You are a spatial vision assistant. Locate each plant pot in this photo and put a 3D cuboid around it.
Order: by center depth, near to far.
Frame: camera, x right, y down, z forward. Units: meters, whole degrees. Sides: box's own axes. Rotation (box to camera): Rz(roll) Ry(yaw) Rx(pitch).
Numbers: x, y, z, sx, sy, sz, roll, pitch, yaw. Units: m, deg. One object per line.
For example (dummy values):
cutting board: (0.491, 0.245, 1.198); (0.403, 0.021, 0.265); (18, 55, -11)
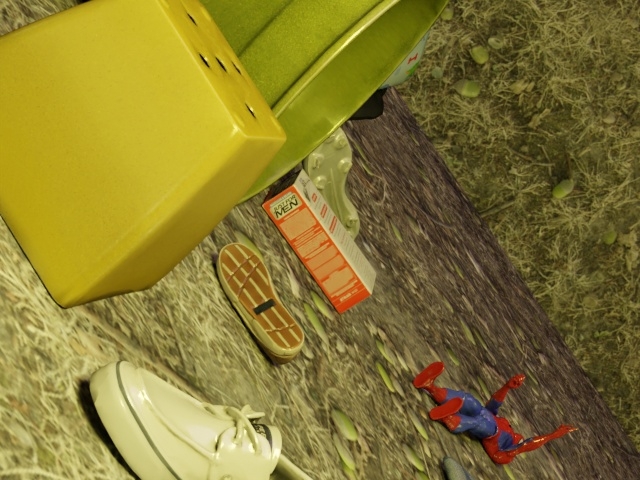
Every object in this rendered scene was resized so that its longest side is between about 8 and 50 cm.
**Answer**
plant pot: (-0.153, -0.091, 1.229); (0.212, 0.187, 0.212); (57, 13, 5)
plant pot: (-0.098, -0.287, 1.668); (0.353, 0.366, 0.366); (45, 12, 5)

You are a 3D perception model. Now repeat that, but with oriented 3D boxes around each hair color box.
hair color box: (0.000, 0.000, 1.886); (0.167, 0.053, 0.093); (56, 14, -9)

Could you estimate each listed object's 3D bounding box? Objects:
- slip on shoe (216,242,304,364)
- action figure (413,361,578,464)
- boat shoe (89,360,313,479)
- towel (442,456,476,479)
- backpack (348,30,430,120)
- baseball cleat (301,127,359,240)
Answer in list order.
slip on shoe: (-0.063, 0.065, 1.524); (0.135, 0.051, 0.041); (52, -29, 19)
action figure: (0.248, 0.229, 2.076); (0.280, 0.139, 0.091); (43, 20, -55)
boat shoe: (-0.069, 0.161, 1.148); (0.258, 0.084, 0.095); (47, 16, -38)
towel: (0.224, 0.398, 1.786); (0.209, 0.034, 0.285); (48, 13, -24)
backpack: (0.034, -0.330, 1.952); (0.290, 0.273, 0.355); (-8, 106, -57)
baseball cleat: (-0.003, -0.084, 1.981); (0.109, 0.072, 0.206); (46, -27, 43)
